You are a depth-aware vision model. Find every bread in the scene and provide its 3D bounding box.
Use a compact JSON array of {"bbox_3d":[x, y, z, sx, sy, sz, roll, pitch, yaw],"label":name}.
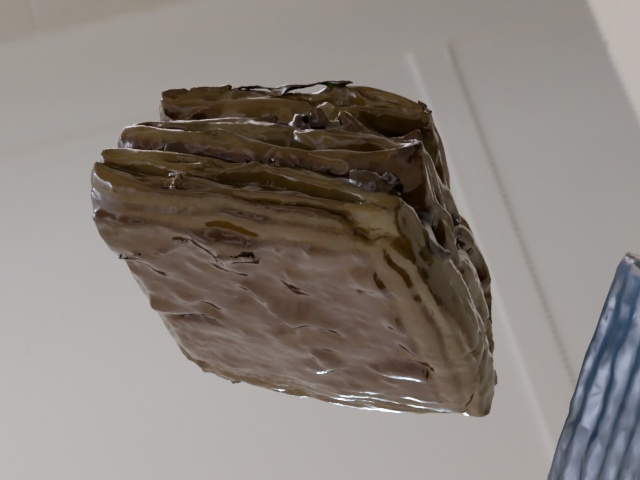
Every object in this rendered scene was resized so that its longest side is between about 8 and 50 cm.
[{"bbox_3d":[0.000,0.000,1.337,0.277,0.324,0.167,9,-115,24],"label":"bread"}]

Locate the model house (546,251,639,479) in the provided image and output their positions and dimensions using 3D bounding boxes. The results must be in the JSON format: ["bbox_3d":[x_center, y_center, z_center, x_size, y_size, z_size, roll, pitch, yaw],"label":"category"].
[{"bbox_3d":[0.306,0.222,1.043,0.382,0.342,0.335,19,-82,16],"label":"model house"}]
